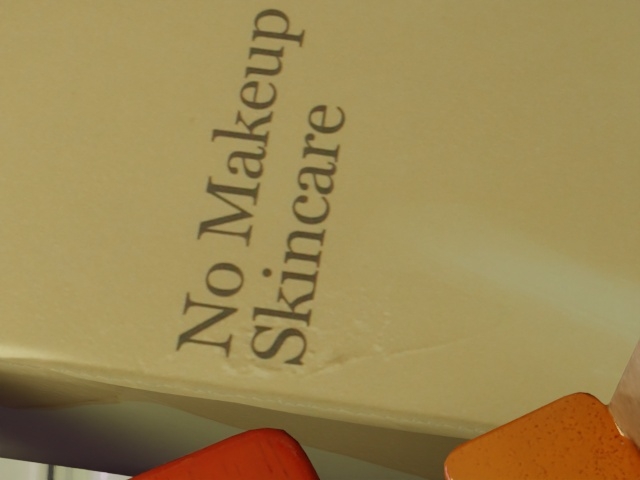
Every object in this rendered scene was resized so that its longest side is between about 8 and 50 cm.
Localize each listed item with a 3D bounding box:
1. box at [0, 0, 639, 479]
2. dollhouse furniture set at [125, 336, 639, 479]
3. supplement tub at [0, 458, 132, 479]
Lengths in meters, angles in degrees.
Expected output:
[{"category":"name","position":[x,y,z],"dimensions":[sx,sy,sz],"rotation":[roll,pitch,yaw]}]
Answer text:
[{"category":"box","position":[0.000,0.000,0.591],"dimensions":[0.121,0.311,0.148],"rotation":[83,-166,-70]},{"category":"dollhouse furniture set","position":[0.010,0.156,0.365],"dimensions":[0.135,0.262,0.259],"rotation":[91,154,-61]},{"category":"supplement tub","position":[0.018,0.095,0.922],"dimensions":[0.228,0.316,0.228],"rotation":[6,-90,-85]}]
